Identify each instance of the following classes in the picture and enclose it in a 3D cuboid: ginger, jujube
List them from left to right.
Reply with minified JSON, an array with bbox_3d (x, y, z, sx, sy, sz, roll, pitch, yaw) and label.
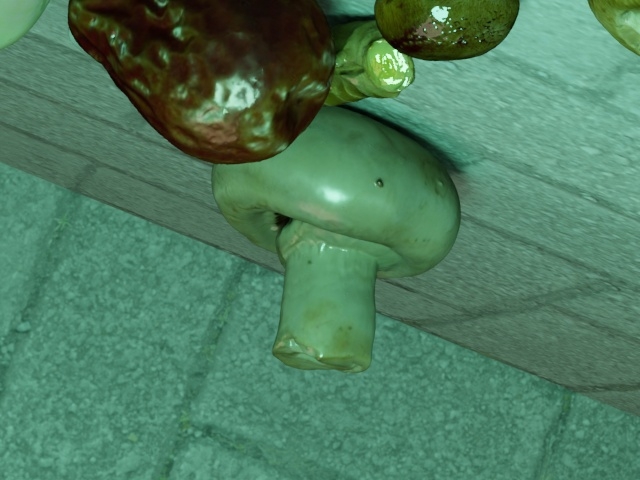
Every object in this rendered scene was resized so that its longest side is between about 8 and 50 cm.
[{"bbox_3d":[-0.112,-0.182,1.740,0.255,0.190,0.190,28,172,16],"label":"jujube"},{"bbox_3d":[0.021,-0.169,1.823,0.115,0.081,0.205,19,172,-10],"label":"ginger"}]

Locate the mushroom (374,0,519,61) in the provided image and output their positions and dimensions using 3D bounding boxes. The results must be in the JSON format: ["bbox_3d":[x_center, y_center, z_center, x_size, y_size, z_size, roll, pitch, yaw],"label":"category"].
[{"bbox_3d":[0.106,-0.193,1.583,0.127,0.087,0.127,0,-178,0],"label":"mushroom"}]

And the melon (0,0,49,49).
[{"bbox_3d":[-0.373,-0.277,1.624,0.317,0.223,0.223,25,170,-2],"label":"melon"}]

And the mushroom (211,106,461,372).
[{"bbox_3d":[0.000,0.000,2.158,0.292,0.290,0.292,15,167,4],"label":"mushroom"}]

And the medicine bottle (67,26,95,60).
[{"bbox_3d":[-0.173,-0.215,1.991,0.183,0.069,0.119,10,165,48],"label":"medicine bottle"}]

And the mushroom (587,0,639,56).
[{"bbox_3d":[0.283,-0.159,1.174,0.253,0.153,0.253,17,170,3],"label":"mushroom"}]
